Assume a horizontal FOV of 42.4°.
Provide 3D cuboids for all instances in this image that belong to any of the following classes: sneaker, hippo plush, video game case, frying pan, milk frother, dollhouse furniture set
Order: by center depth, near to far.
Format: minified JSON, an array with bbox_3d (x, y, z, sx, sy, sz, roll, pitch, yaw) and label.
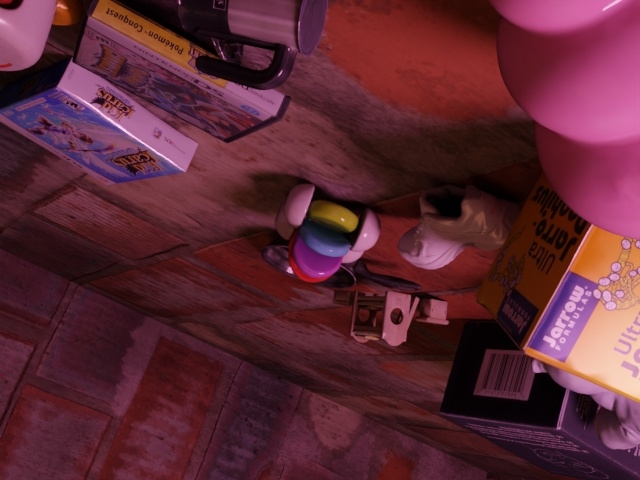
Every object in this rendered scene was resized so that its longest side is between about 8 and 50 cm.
[{"bbox_3d":[-0.062,-0.231,0.872,0.135,0.129,0.143,16,-156,14],"label":"milk frother"},{"bbox_3d":[-0.190,-0.207,1.058,0.248,0.035,0.275,26,171,-18],"label":"video game case"},{"bbox_3d":[0.176,-0.032,1.190,0.115,0.090,0.232,35,148,-20],"label":"sneaker"},{"bbox_3d":[0.455,0.225,1.335,0.237,0.294,0.234,29,139,-2],"label":"hippo plush"},{"bbox_3d":[-0.374,-0.182,1.350,0.244,0.061,0.269,33,157,-36],"label":"video game case"},{"bbox_3d":[0.020,0.039,1.573,0.197,0.053,0.326,32,156,-33],"label":"frying pan"},{"bbox_3d":[0.138,0.162,1.666,0.161,0.101,0.182,12,171,-32],"label":"dollhouse furniture set"}]

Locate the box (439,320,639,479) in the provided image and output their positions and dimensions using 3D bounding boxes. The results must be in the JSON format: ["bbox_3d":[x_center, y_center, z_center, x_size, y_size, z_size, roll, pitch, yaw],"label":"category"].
[{"bbox_3d":[0.494,0.333,1.655,0.395,0.212,0.293,33,157,-31],"label":"box"}]

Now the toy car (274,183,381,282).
[{"bbox_3d":[0.000,0.000,1.351,0.159,0.136,0.182,23,161,-7],"label":"toy car"}]

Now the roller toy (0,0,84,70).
[{"bbox_3d":[-0.393,-0.293,0.929,0.209,0.146,0.191,11,169,8],"label":"roller toy"}]

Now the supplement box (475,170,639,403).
[{"bbox_3d":[0.405,0.085,0.994,0.357,0.195,0.194,24,-170,-11],"label":"supplement box"}]

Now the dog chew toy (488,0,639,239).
[{"bbox_3d":[0.233,-0.147,0.632,0.207,0.206,0.332,0,145,45],"label":"dog chew toy"}]
